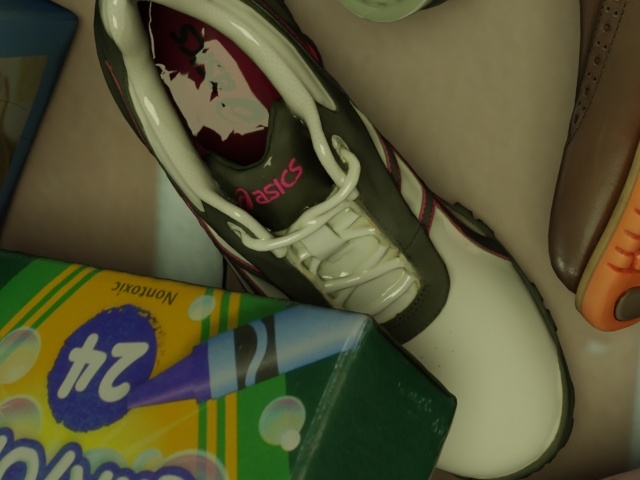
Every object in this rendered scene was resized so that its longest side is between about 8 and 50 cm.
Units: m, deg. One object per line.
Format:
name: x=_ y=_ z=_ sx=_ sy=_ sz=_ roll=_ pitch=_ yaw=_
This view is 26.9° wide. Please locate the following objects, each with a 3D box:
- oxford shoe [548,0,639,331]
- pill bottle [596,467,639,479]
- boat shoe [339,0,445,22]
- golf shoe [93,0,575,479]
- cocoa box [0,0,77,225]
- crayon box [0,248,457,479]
oxford shoe: x=0.146 y=-0.143 z=0.515 sx=0.133 sy=0.130 sz=0.363 roll=28 pitch=111 yaw=35
pill bottle: x=0.039 y=0.207 z=0.537 sx=0.302 sy=0.169 sz=0.169 roll=-19 pitch=96 yaw=9
boat shoe: x=0.002 y=-0.198 z=0.532 sx=0.081 sy=0.069 sz=0.227 roll=-21 pitch=95 yaw=45
golf shoe: x=0.000 y=0.000 z=0.536 sx=0.105 sy=0.120 sz=0.273 roll=-40 pitch=94 yaw=9
cocoa box: x=-0.280 y=0.026 z=0.513 sx=0.228 sy=0.231 sz=0.347 roll=24 pitch=101 yaw=3
crayon box: x=-0.104 y=0.168 z=0.472 sx=0.203 sy=0.083 sz=0.322 roll=8 pitch=66 yaw=36
